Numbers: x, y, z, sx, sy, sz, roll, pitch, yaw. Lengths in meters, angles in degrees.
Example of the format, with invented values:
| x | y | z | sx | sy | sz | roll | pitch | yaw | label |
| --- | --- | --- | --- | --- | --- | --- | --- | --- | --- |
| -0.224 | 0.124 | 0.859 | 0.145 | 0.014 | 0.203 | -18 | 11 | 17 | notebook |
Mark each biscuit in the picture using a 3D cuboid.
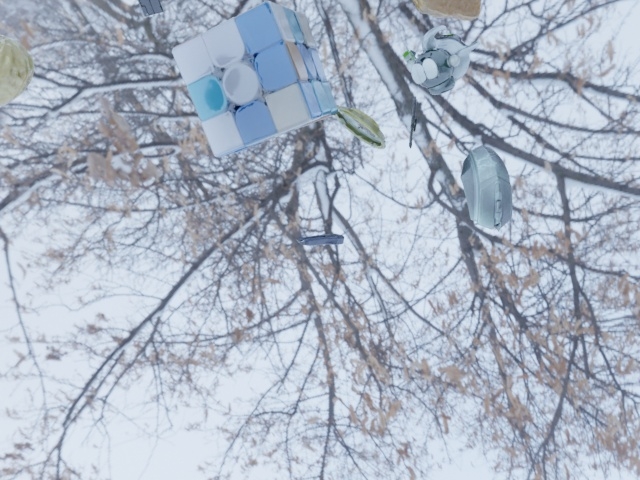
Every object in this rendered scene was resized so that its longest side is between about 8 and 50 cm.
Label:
| x | y | z | sx | sy | sz | roll | pitch | yaw | label |
| --- | --- | --- | --- | --- | --- | --- | --- | --- | --- |
| 0.305 | -0.694 | 1.204 | 0.375 | 0.270 | 0.051 | -6 | -173 | -27 | biscuit |

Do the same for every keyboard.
| x | y | z | sx | sy | sz | roll | pitch | yaw | label |
| --- | --- | --- | --- | --- | --- | --- | --- | --- | --- |
| -0.535 | -0.764 | 1.448 | 0.067 | 0.202 | 0.011 | -20 | -113 | -8 | keyboard |

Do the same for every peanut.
| x | y | z | sx | sy | sz | roll | pitch | yaw | label |
| --- | --- | --- | --- | --- | --- | --- | --- | --- | --- |
| -0.695 | -0.282 | 0.910 | 0.313 | 0.149 | 0.149 | -45 | -141 | -15 | peanut |

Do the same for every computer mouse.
| x | y | z | sx | sy | sz | roll | pitch | yaw | label |
| --- | --- | --- | --- | --- | --- | --- | --- | --- | --- |
| 0.443 | -0.137 | 1.255 | 0.126 | 0.231 | 0.071 | -7 | 176 | -17 | computer mouse |

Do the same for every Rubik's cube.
| x | y | z | sx | sy | sz | roll | pitch | yaw | label |
| --- | --- | --- | --- | --- | --- | --- | --- | --- | --- |
| -0.185 | -0.493 | 1.512 | 0.346 | 0.347 | 0.344 | -17 | -167 | 22 | Rubik's cube |

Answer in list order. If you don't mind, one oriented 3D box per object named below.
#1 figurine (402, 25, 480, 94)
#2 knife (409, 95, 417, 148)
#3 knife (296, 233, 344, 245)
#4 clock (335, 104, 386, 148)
| x | y | z | sx | sy | sz | roll | pitch | yaw | label |
| --- | --- | --- | --- | --- | --- | --- | --- | --- | --- |
| 0.257 | -0.379 | 1.019 | 0.147 | 0.126 | 0.192 | -22 | -171 | 45 | figurine |
| 0.319 | -0.411 | 1.642 | 0.021 | 0.046 | 0.222 | 8 | -116 | 1 | knife |
| 0.000 | 0.000 | 0.927 | 0.121 | 0.018 | 0.031 | -8 | -153 | -45 | knife |
| 0.150 | -0.417 | 1.735 | 0.057 | 0.237 | 0.237 | -55 | -141 | 1 | clock |
